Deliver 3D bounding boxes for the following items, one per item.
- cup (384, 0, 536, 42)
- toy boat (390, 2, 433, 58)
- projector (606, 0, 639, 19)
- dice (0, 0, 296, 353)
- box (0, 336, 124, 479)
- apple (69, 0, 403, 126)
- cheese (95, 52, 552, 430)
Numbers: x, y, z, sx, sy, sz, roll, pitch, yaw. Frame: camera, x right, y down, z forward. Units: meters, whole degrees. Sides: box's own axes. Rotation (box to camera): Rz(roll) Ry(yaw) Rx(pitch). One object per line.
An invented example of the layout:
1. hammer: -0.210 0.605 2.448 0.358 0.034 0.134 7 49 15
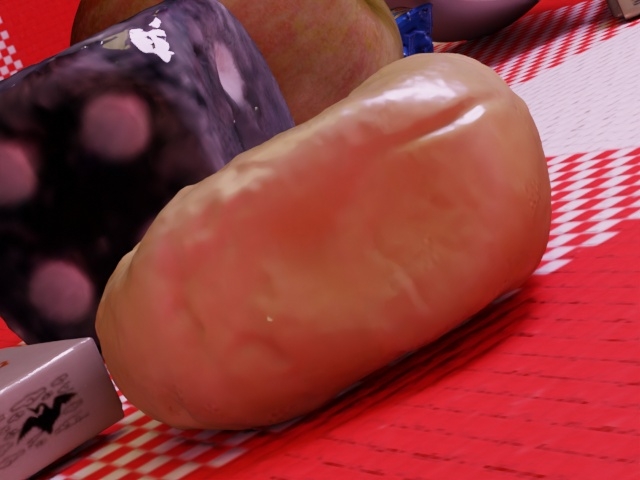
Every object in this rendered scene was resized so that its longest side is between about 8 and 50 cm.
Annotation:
1. cup: 0.142 -0.335 1.667 0.253 0.253 0.371 -23 -3 -2
2. toy boat: 0.075 -0.153 1.501 0.110 0.091 0.175 18 37 31
3. projector: 0.354 -0.293 1.548 0.193 0.088 0.269 -22 10 19
4. dice: -0.118 -0.041 1.037 0.182 0.183 0.181 -20 12 19
5. box: -0.281 0.128 0.887 0.204 0.051 0.365 -30 13 -37
6. apple: -0.070 -0.151 1.300 0.234 0.257 0.257 -33 8 13
7. cheese: 0.000 0.000 0.777 0.226 0.117 0.214 -27 4 2
